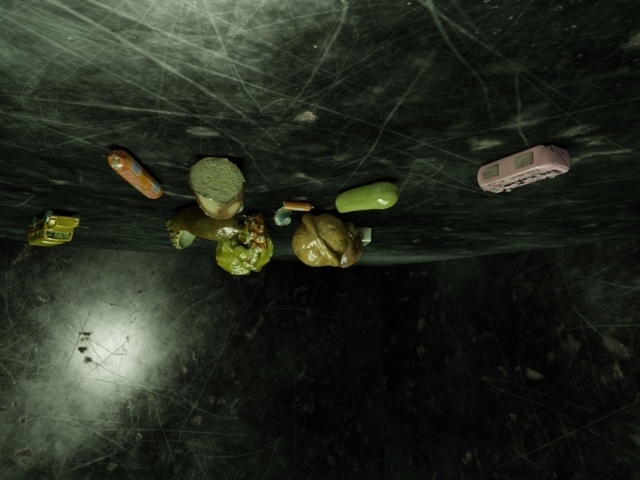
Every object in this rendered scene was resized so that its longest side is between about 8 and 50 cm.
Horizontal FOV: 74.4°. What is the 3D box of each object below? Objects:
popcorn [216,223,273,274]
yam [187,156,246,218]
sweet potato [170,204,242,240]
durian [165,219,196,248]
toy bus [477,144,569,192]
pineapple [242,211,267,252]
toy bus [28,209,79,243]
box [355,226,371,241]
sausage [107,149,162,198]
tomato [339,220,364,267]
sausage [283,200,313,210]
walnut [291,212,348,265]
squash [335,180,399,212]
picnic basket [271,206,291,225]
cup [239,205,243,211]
[{"bbox_3d":[-0.358,0.037,1.943,0.276,0.225,0.276,-40,167,-11],"label":"popcorn"},{"bbox_3d":[-0.270,-0.132,1.123,0.128,0.129,0.238,-33,180,-14],"label":"yam"},{"bbox_3d":[-0.440,-0.066,1.545,0.422,0.131,0.130,2,174,38],"label":"sweet potato"},{"bbox_3d":[-0.610,-0.039,1.885,0.139,0.144,0.252,-21,166,0],"label":"durian"},{"bbox_3d":[0.472,-0.167,0.997,0.090,0.063,0.203,8,167,-26],"label":"toy bus"},{"bbox_3d":[-0.251,-0.052,1.657,0.079,0.135,0.233,-19,-159,-5],"label":"pineapple"},{"bbox_3d":[-1.141,-0.046,1.793,0.335,0.123,0.121,-7,169,43],"label":"toy bus"},{"bbox_3d":[0.103,-0.021,2.013,0.259,0.071,0.168,0,171,-2],"label":"box"},{"bbox_3d":[-0.482,-0.167,1.120,0.053,0.053,0.348,2,172,-6],"label":"sausage"},{"bbox_3d":[0.098,0.036,1.862,0.180,0.155,0.214,-12,143,23],"label":"tomato"},{"bbox_3d":[-0.078,-0.120,1.486,0.107,0.031,0.031,3,171,-18],"label":"sausage"},{"bbox_3d":[0.000,0.000,1.655,0.224,0.257,0.257,-33,168,3],"label":"walnut"},{"bbox_3d":[0.132,-0.125,1.267,0.083,0.083,0.250,7,172,-37],"label":"squash"},{"bbox_3d":[-0.144,-0.096,1.588,0.065,0.083,0.083,6,-145,-37],"label":"picnic basket"},{"bbox_3d":[-0.295,-0.130,1.416,0.054,0.075,0.083,37,-172,20],"label":"cup"}]
